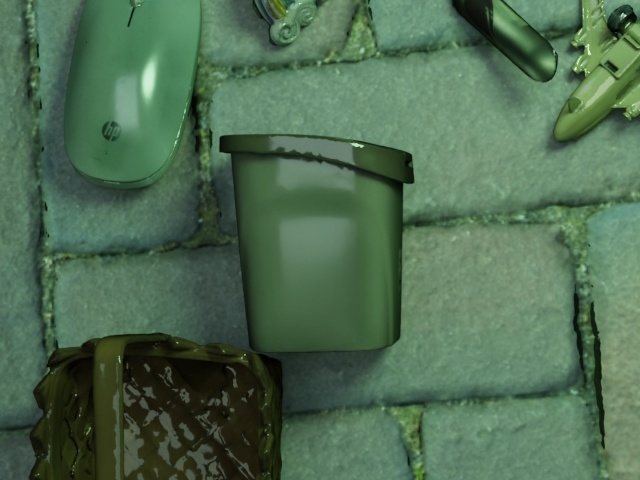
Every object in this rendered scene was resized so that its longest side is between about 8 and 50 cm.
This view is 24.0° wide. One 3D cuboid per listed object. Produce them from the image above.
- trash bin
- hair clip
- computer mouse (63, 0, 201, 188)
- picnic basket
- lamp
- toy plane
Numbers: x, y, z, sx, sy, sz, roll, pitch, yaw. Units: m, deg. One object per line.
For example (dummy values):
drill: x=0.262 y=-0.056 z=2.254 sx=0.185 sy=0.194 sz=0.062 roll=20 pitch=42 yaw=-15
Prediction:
trash bin: x=0.000 y=0.000 z=1.768 sx=0.219 sy=0.220 sz=0.250 roll=-1 pitch=92 yaw=11
hair clip: x=-0.030 y=-0.332 z=1.858 sx=0.116 sy=0.049 sz=0.172 roll=40 pitch=85 yaw=-29
computer mouse: x=-0.239 y=-0.208 z=1.876 sx=0.159 sy=0.097 sz=0.288 roll=7 pitch=87 yaw=12
picnic basket: x=-0.194 y=0.231 z=1.724 sx=0.291 sy=0.321 sz=0.254 roll=0 pitch=89 yaw=11
lamp: x=0.298 y=-0.335 z=1.763 sx=0.283 sy=0.124 sz=0.203 roll=-37 pitch=65 yaw=4
toy plane: x=0.364 y=-0.210 z=1.782 sx=0.244 sy=0.092 sz=0.229 roll=-43 pitch=65 yaw=1
